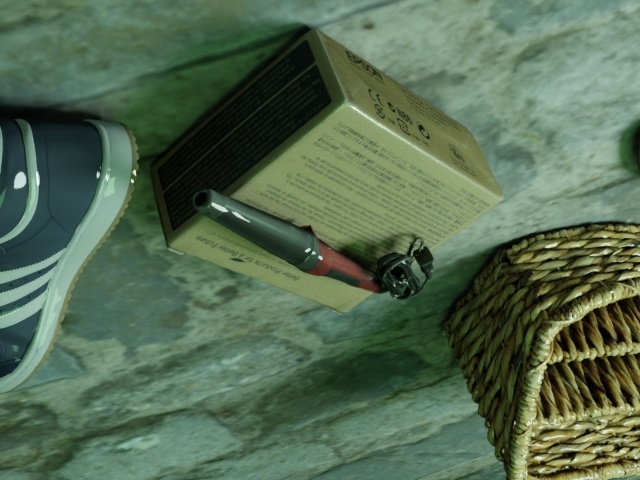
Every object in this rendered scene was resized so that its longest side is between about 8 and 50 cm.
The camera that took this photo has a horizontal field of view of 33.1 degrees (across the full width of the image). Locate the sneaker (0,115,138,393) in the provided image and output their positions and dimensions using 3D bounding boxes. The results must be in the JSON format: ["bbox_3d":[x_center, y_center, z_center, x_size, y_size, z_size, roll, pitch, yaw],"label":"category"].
[{"bbox_3d":[-0.264,0.012,0.817,0.153,0.099,0.282,4,133,-41],"label":"sneaker"}]

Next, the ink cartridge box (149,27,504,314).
[{"bbox_3d":[0.009,-0.046,0.896,0.193,0.088,0.235,-36,145,24],"label":"ink cartridge box"}]

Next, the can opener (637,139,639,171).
[{"bbox_3d":[0.407,-0.058,1.136,0.095,0.075,0.283,4,161,31],"label":"can opener"}]

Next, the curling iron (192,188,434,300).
[{"bbox_3d":[0.000,0.000,0.845,0.068,0.035,0.274,-42,142,23],"label":"curling iron"}]

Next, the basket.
[{"bbox_3d":[0.327,0.124,1.195,0.299,0.223,0.213,0,142,-27],"label":"basket"}]
